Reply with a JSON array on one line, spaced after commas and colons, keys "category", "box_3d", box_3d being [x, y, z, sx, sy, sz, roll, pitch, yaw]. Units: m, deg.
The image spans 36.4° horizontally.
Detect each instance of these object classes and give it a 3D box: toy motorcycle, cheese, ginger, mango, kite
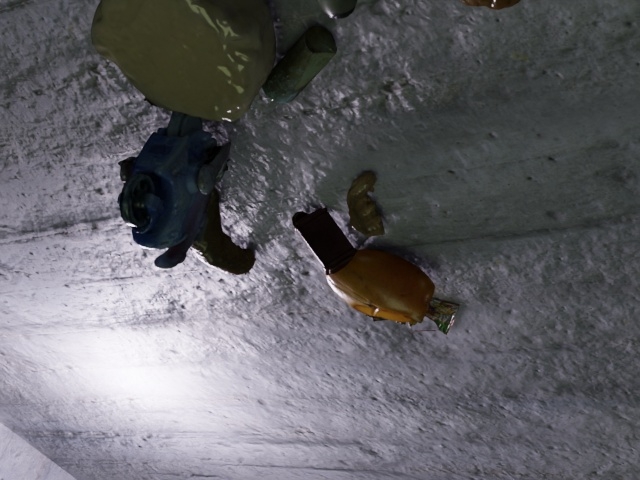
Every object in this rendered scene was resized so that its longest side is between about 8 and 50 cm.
[{"category": "toy motorcycle", "box_3d": [-0.269, -0.093, 1.868, 0.182, 0.319, 0.241, -15, 124, 37]}, {"category": "cheese", "box_3d": [-0.236, -0.346, 1.666, 0.326, 0.115, 0.318, 10, 139, 24]}, {"category": "ginger", "box_3d": [0.087, -0.068, 1.951, 0.069, 0.051, 0.173, 5, 144, 16]}, {"category": "mango", "box_3d": [0.124, 0.094, 2.086, 0.252, 0.126, 0.154, 19, 149, 17]}, {"category": "kite", "box_3d": [0.221, 0.171, 2.242, 0.244, 0.006, 0.198, -14, 133, 39]}]

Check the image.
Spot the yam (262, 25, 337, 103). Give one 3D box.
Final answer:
[{"category": "yam", "box_3d": [-0.037, -0.300, 1.686, 0.068, 0.068, 0.169, 32, 145, -16]}]

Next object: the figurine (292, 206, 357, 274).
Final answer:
[{"category": "figurine", "box_3d": [-0.001, 0.000, 2.043, 0.154, 0.082, 0.098, 53, 163, 14]}]

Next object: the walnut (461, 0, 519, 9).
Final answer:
[{"category": "walnut", "box_3d": [0.243, -0.401, 1.338, 0.155, 0.155, 0.184, 11, 139, 14]}]

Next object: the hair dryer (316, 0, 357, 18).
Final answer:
[{"category": "hair dryer", "box_3d": [0.056, -0.456, 1.435, 0.224, 0.088, 0.219, -19, 126, 26]}]

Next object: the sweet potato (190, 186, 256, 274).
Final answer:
[{"category": "sweet potato", "box_3d": [-0.237, -0.009, 2.160, 0.124, 0.098, 0.310, -13, 135, 10]}]
